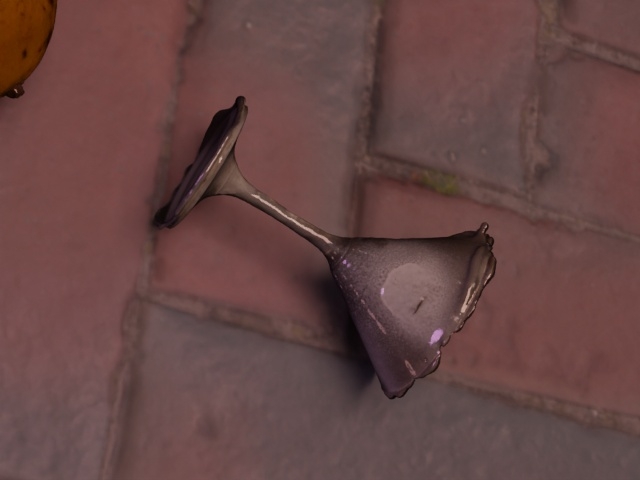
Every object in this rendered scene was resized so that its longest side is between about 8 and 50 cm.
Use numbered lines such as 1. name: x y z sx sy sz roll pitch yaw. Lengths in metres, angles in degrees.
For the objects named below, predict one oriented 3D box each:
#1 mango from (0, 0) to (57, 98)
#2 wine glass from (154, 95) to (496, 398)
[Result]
1. mango: -0.263 -0.211 1.226 0.147 0.109 0.227 0 76 -23
2. wine glass: 0.000 0.000 1.296 0.232 0.156 0.156 33 65 -11
